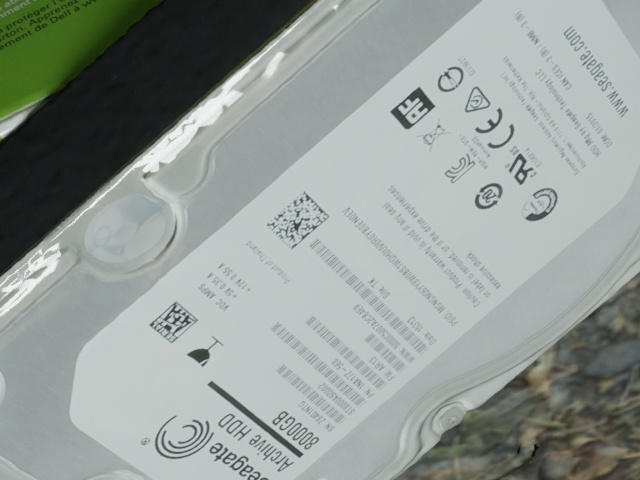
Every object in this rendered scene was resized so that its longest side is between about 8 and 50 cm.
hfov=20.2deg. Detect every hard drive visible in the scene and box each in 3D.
[{"bbox_3d":[0.000,0.000,0.686,0.339,0.064,0.237,-40,137,5],"label":"hard drive"}]

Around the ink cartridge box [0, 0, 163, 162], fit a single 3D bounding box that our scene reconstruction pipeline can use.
[{"bbox_3d":[-0.017,-0.061,0.742,0.255,0.097,0.189,-30,139,-9],"label":"ink cartridge box"}]
